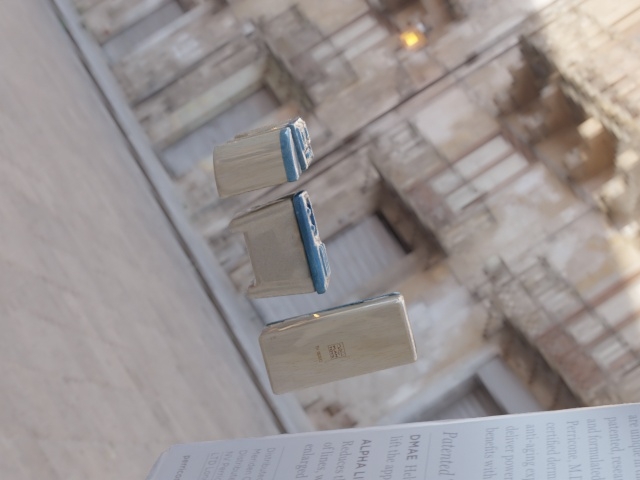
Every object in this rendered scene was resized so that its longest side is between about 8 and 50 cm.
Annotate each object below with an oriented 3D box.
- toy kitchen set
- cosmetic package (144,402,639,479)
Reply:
[{"bbox_3d":[0.000,0.000,1.099,0.166,0.122,0.207,-68,144,-79],"label":"toy kitchen set"},{"bbox_3d":[0.065,0.115,0.361,0.085,0.231,0.117,-71,153,-67],"label":"cosmetic package"}]
